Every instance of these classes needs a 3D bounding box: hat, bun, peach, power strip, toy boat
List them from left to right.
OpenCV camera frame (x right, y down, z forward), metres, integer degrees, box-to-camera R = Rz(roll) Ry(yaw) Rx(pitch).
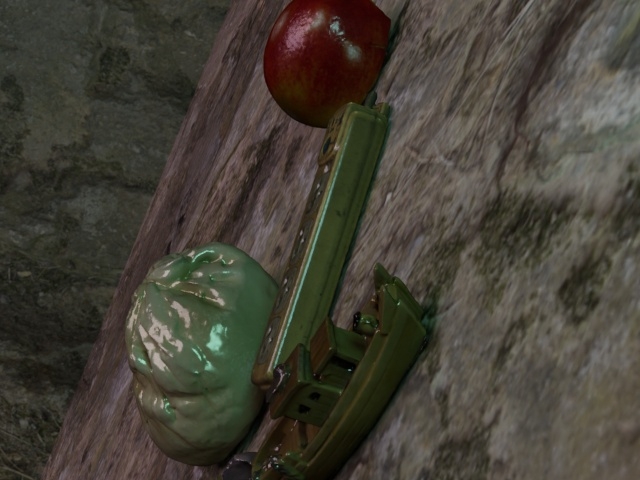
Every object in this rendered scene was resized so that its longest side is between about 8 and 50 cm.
[{"bbox_3d":[-0.127,0.101,1.142,0.229,0.145,0.229,-55,21,32],"label":"bun"},{"bbox_3d":[-0.040,0.202,0.901,0.087,0.042,0.058,47,124,36],"label":"hat"},{"bbox_3d":[0.000,0.000,1.021,0.064,0.044,0.305,151,139,-69],"label":"power strip"},{"bbox_3d":[0.003,-0.183,1.169,0.118,0.151,0.151,22,-90,-60],"label":"peach"},{"bbox_3d":[0.003,0.101,0.807,0.064,0.072,0.206,-94,28,-55],"label":"toy boat"}]
